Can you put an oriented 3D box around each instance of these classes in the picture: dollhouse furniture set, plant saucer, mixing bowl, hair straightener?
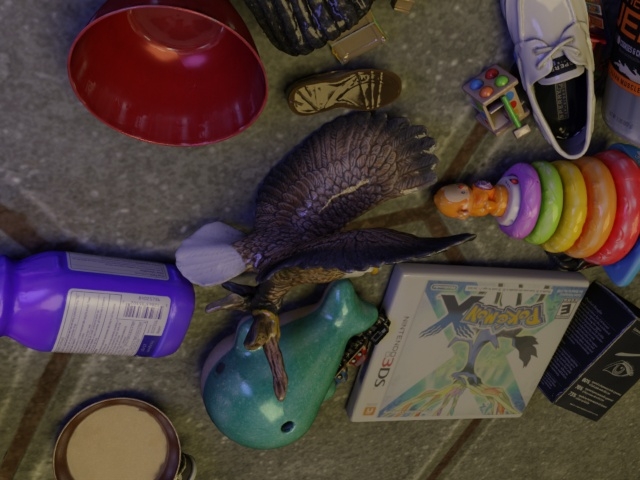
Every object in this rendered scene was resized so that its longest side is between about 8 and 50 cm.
[{"bbox_3d":[0.065,-0.267,0.791,0.152,0.058,0.076,-25,141,18],"label":"dollhouse furniture set"},{"bbox_3d":[-0.278,0.295,0.992,0.169,0.029,0.168,-1,96,-15],"label":"plant saucer"},{"bbox_3d":[-0.140,-0.183,0.687,0.182,0.098,0.181,-2,149,-1],"label":"mixing bowl"},{"bbox_3d":[0.469,-0.002,1.164,0.231,0.047,0.089,-7,126,-15],"label":"hair straightener"}]

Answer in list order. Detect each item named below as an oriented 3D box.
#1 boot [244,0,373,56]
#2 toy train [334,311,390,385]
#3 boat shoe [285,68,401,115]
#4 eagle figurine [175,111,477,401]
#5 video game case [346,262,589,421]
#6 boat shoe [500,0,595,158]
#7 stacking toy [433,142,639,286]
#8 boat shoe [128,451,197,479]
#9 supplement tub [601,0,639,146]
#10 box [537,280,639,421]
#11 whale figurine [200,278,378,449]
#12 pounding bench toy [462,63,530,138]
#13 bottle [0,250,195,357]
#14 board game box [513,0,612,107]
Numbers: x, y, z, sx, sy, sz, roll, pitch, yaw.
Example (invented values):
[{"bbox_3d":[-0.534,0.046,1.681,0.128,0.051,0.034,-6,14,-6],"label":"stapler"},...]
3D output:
[{"bbox_3d":[0.012,-0.357,0.625,0.348,0.131,0.260,-40,124,20],"label":"boot"},{"bbox_3d":[0.053,0.168,1.078,0.036,0.027,0.158,35,117,-8],"label":"toy train"},{"bbox_3d":[0.025,-0.174,0.824,0.136,0.045,0.050,-8,118,-15],"label":"boat shoe"},{"bbox_3d":[0.007,-0.001,0.839,0.298,0.226,0.225,-47,168,32],"label":"eagle figurine"},{"bbox_3d":[0.231,0.172,1.155,0.329,0.036,0.299,3,122,-20],"label":"video game case"},{"bbox_3d":[0.278,-0.217,0.861,0.096,0.088,0.267,-12,127,11],"label":"boat shoe"},{"bbox_3d":[0.300,-0.051,0.995,0.302,0.175,0.165,4,128,-11],"label":"stacking toy"},{"bbox_3d":[-0.291,0.366,1.042,0.228,0.081,0.068,-27,135,-1],"label":"boat shoe"},{"bbox_3d":[0.457,-0.275,0.855,0.194,0.193,0.315,-15,128,-15],"label":"supplement tub"},{"bbox_3d":[0.483,0.197,1.264,0.153,0.108,0.207,28,108,-37],"label":"box"},{"bbox_3d":[-0.032,0.175,0.986,0.272,0.141,0.216,-39,130,3],"label":"whale figurine"},{"bbox_3d":[0.225,-0.170,0.895,0.052,0.083,0.065,-35,131,2],"label":"pounding bench toy"},{"bbox_3d":[-0.291,0.070,0.821,0.283,0.092,0.118,8,123,-29],"label":"bottle"},{"bbox_3d":[0.325,-0.234,0.929,0.133,0.033,0.168,-35,130,1],"label":"board game box"}]
